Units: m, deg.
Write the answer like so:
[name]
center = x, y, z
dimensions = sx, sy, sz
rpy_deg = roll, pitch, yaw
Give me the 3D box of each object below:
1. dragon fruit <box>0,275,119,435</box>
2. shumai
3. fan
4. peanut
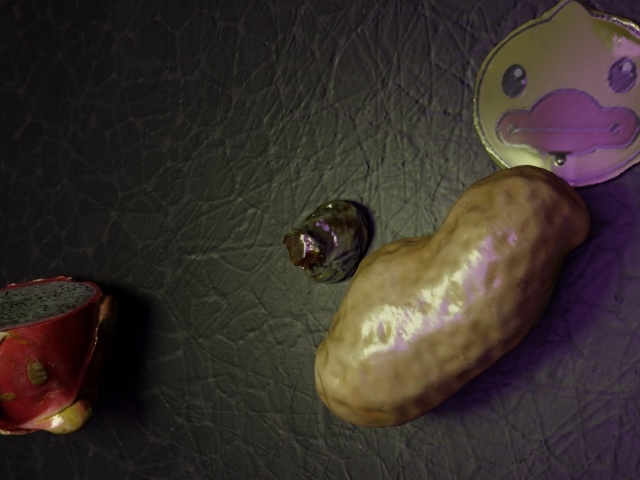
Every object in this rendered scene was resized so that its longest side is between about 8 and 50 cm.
[dragon fruit]
center = -0.459, 0.200, 1.135
dimensions = 0.305, 0.305, 0.226
rpy_deg = 4, 106, 31
[shumai]
center = -0.001, -0.001, 0.973
dimensions = 0.099, 0.087, 0.124
rpy_deg = 31, 103, 29
[fan]
center = 0.287, -0.124, 0.848
dimensions = 0.229, 0.011, 0.335
rpy_deg = 3, 90, 32
[peanut]
center = 0.141, 0.069, 0.841
dimensions = 0.387, 0.169, 0.192
rpy_deg = -44, 62, 21
